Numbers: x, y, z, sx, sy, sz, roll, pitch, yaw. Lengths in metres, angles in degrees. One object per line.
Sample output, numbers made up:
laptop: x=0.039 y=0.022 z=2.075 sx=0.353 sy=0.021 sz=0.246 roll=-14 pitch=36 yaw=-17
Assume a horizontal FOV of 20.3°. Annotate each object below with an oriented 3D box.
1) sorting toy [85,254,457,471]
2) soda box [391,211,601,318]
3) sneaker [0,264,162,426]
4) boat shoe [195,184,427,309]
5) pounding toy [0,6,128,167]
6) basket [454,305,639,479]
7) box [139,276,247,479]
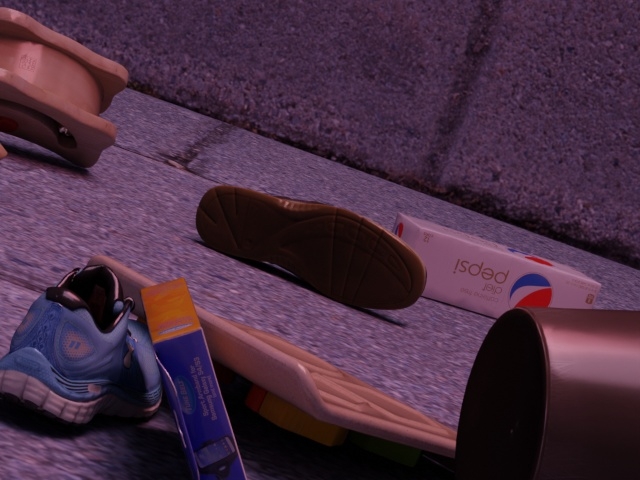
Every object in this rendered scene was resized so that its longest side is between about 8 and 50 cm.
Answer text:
sorting toy: x=-0.017 y=0.083 z=1.024 sx=0.193 sy=0.038 sz=0.208 roll=26 pitch=-2 yaw=40
soda box: x=0.173 y=0.039 z=1.833 sx=0.216 sy=0.069 sz=0.074 roll=16 pitch=8 yaw=-20
sneaker: x=-0.110 y=0.050 z=0.908 sx=0.063 sy=0.073 sz=0.162 roll=21 pitch=3 yaw=9
boat shoe: x=-0.001 y=0.001 z=1.591 sx=0.223 sy=0.080 sz=0.073 roll=17 pitch=11 yaw=21
pounding toy: x=-0.323 y=-0.127 z=1.739 sx=0.269 sy=0.155 sz=0.154 roll=26 pitch=-27 yaw=-37
basket: x=0.196 y=0.116 z=0.924 sx=0.227 sy=0.204 sz=0.154 roll=10 pitch=-36 yaw=-14
box: x=-0.061 y=0.071 z=0.859 sx=0.028 sy=0.081 sz=0.136 roll=-17 pitch=13 yaw=-7
